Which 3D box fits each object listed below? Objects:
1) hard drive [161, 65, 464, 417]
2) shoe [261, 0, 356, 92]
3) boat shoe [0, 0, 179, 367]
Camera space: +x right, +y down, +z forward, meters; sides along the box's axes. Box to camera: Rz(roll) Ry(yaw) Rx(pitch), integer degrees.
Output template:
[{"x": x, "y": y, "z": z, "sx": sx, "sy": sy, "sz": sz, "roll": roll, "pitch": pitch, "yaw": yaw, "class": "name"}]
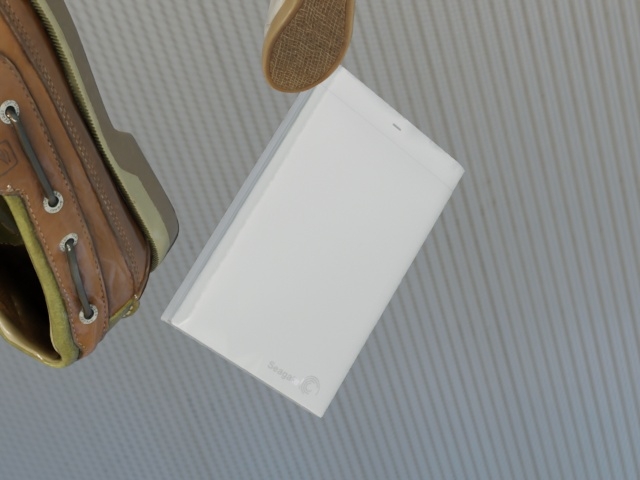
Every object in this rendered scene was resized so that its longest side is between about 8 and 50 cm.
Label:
[{"x": 0.000, "y": 0.000, "z": 1.180, "sx": 0.203, "sy": 0.308, "sz": 0.040, "roll": 36, "pitch": 169, "yaw": -27, "class": "hard drive"}, {"x": -0.003, "y": -0.218, "z": 1.023, "sx": 0.076, "sy": 0.058, "sz": 0.219, "roll": 8, "pitch": 142, "yaw": -13, "class": "shoe"}, {"x": -0.169, "y": -0.058, "z": 0.534, "sx": 0.110, "sy": 0.104, "sz": 0.307, "roll": 2, "pitch": 140, "yaw": 36, "class": "boat shoe"}]
